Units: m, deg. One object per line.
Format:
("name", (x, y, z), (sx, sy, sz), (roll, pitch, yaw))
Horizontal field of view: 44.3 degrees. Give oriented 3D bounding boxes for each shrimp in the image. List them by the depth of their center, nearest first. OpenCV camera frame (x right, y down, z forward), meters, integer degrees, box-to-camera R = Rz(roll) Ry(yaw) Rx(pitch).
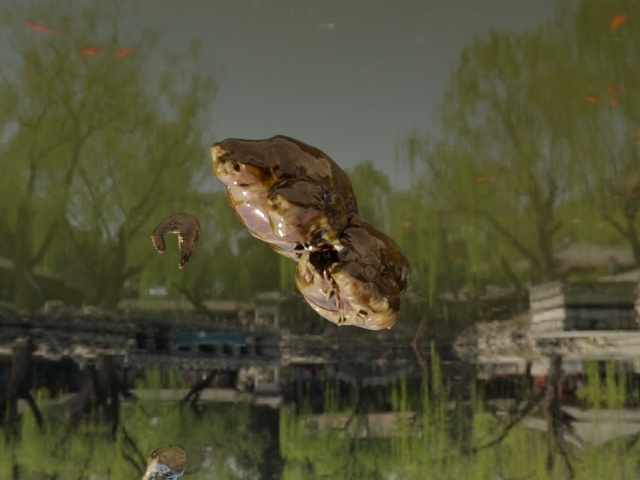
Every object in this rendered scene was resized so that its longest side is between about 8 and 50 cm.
("shrimp", (-0.284, -0.003, 1.529), (0.095, 0.162, 0.045), (5, 130, -8))

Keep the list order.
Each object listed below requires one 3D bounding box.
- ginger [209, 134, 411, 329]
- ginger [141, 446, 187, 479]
("ginger", (-0.008, -0.008, 1.077), (0.152, 0.357, 0.274), (-38, -173, 14))
("ginger", (-0.199, 0.321, 0.734), (0.065, 0.258, 0.149), (24, 139, 6))
